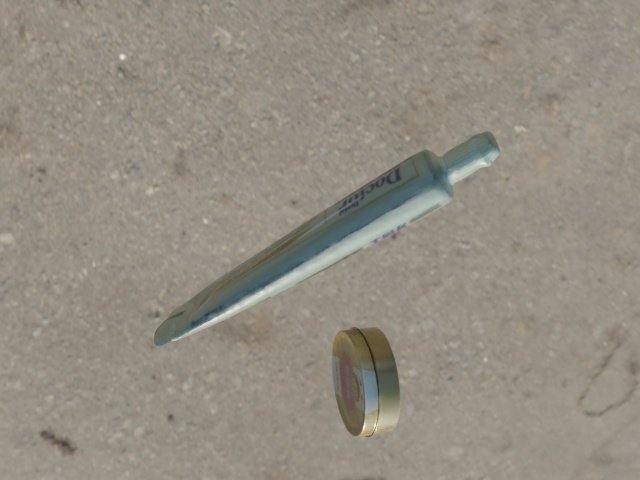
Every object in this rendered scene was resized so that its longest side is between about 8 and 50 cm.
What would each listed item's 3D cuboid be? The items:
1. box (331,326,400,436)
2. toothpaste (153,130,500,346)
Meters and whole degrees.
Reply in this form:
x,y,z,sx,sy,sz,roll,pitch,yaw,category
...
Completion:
x,y,z,sx,sy,sz,roll,pitch,yaw,category
0.043,0.134,0.974,0.037,0.105,0.105,-7,127,-17,box
0.000,0.000,0.655,0.255,0.067,0.037,-29,103,16,toothpaste
